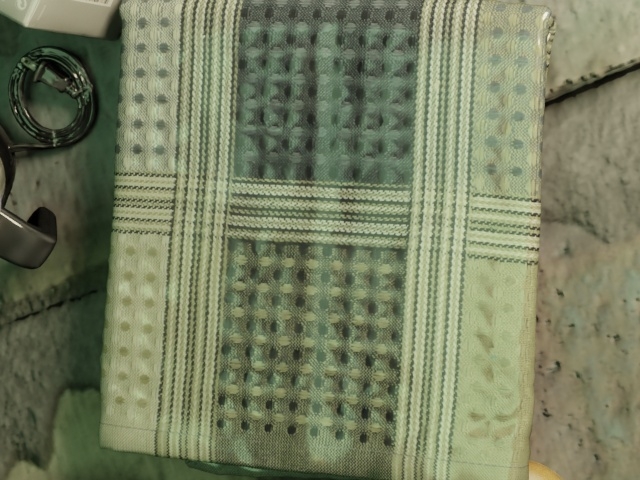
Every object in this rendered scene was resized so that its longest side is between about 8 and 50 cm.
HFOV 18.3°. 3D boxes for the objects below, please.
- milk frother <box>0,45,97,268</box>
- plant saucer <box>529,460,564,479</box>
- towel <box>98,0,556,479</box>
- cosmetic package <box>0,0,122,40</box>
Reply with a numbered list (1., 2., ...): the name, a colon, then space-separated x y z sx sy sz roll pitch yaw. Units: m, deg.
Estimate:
1. milk frother: -0.224 -0.063 1.348 0.129 0.135 0.143 15 101 -8
2. plant saucer: 0.125 0.182 1.265 0.083 0.015 0.083 1 91 23
3. towel: 0.000 0.000 1.303 0.312 0.056 0.324 4 90 22
4. cosmetic package: -0.240 -0.231 1.357 0.238 0.127 0.107 32 104 18
